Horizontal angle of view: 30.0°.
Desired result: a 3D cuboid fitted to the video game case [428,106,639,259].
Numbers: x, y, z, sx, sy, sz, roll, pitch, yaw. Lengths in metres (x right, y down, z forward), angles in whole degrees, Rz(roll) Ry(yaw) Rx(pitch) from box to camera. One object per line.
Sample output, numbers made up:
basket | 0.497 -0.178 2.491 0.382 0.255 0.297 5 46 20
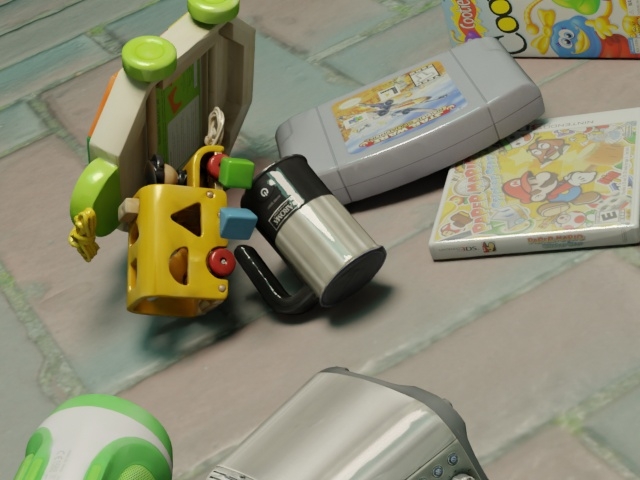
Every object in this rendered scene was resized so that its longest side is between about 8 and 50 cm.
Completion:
video game case | 0.231 -0.063 1.243 0.206 0.026 0.227 -5 35 21

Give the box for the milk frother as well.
milk frother | 0.000 0.000 1.210 0.143 0.129 0.135 -13 57 -50

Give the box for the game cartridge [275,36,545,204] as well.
game cartridge | 0.095 -0.133 1.364 0.297 0.062 0.198 -23 24 3

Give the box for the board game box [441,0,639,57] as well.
board game box | 0.301 -0.321 1.489 0.275 0.144 0.142 7 40 35

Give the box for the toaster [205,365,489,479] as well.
toaster | 0.013 0.183 0.873 0.146 0.129 0.227 -37 21 -23

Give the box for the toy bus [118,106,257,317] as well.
toy bus | -0.149 -0.020 1.203 0.104 0.191 0.202 5 27 -22

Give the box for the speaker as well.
speaker | -0.199 0.253 0.889 0.131 0.131 0.296 -8 34 16

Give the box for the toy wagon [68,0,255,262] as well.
toy wagon | -0.176 -0.112 1.298 0.068 0.267 0.344 25 48 18
